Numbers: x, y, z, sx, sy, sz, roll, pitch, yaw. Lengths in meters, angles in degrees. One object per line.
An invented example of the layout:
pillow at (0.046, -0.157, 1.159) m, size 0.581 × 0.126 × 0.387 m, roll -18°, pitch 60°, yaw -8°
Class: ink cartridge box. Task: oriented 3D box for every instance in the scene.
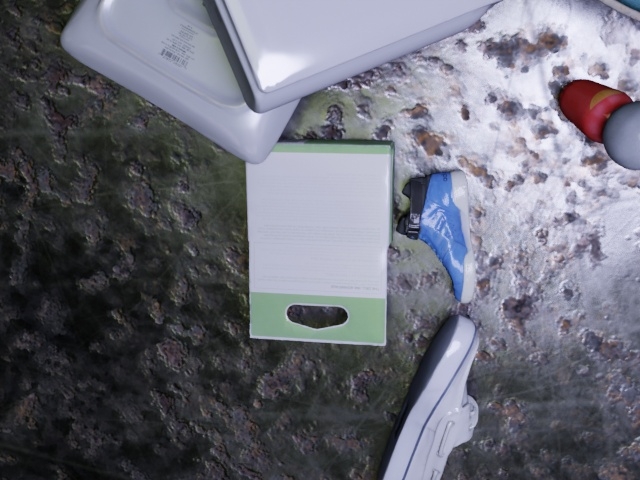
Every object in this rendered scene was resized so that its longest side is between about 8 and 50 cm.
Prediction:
ink cartridge box at (0.000, 0.000, 0.896) m, size 0.171 × 0.056 × 0.235 m, roll 2°, pitch 104°, yaw 10°

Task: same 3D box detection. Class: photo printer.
photo printer at (0.025, -0.298, 0.751) m, size 0.307 × 0.107 × 0.256 m, roll -24°, pitch 97°, yaw -11°

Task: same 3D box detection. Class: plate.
plate at (-0.116, -0.267, 0.835) m, size 0.277 × 0.045 × 0.278 m, roll 31°, pitch 95°, yaw 2°

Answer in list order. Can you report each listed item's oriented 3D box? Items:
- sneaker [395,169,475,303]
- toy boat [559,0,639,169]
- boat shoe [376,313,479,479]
sneaker at (0.130, -0.001, 0.870) m, size 0.084 × 0.058 × 0.152 m, roll -6°, pitch 98°, yaw 6°
toy boat at (0.329, -0.230, 0.713) m, size 0.267 × 0.148 × 0.318 m, roll 5°, pitch 117°, yaw -19°
boat shoe at (0.145, 0.207, 0.909) m, size 0.084 × 0.095 × 0.258 m, roll 20°, pitch 116°, yaw 1°
